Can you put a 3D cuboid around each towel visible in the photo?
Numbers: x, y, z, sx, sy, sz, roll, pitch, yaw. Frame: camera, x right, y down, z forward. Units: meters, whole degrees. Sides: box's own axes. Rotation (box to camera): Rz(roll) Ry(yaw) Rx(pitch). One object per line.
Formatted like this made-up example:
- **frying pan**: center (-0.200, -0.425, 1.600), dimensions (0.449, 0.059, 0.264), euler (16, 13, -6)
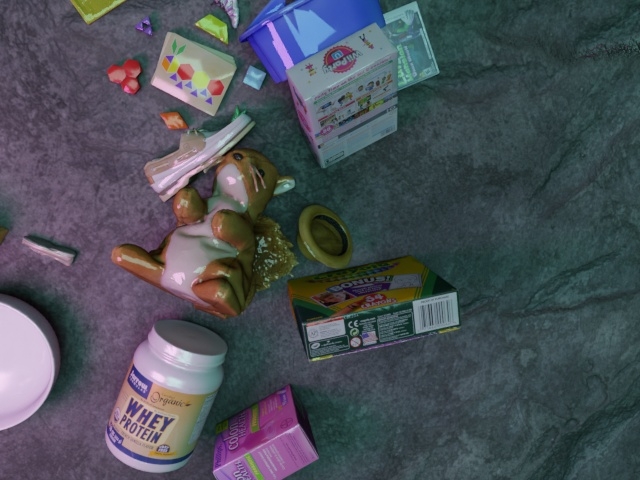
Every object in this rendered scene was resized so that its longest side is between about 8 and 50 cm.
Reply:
- **towel**: center (-0.474, -0.611, 1.173), dimensions (0.237, 0.021, 0.102), euler (-34, 103, -2)

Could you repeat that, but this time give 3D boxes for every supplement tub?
- **supplement tub**: center (-0.380, 0.381, 1.269), dimensions (0.228, 0.228, 0.317), euler (21, 97, -12)

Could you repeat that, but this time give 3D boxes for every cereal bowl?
- **cereal bowl**: center (-0.802, 0.278, 1.225), dimensions (0.338, 0.141, 0.340), euler (-2, 101, -9)

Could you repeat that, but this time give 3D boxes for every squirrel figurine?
- **squirrel figurine**: center (-0.211, -0.017, 1.203), dimensions (0.280, 0.397, 0.371), euler (15, 70, 21)

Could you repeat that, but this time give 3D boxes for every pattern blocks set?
- **pattern blocks set**: center (-0.313, -0.408, 1.234), dimensions (0.324, 0.026, 0.286), euler (34, 94, -14)

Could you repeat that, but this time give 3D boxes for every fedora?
- **fedora**: center (0.000, 0.000, 1.319), dimensions (0.079, 0.194, 0.194), euler (-30, 108, 38)

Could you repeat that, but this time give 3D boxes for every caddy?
- **caddy**: center (-0.019, -0.506, 1.157), dimensions (0.341, 0.241, 0.179), euler (-30, 108, -3)

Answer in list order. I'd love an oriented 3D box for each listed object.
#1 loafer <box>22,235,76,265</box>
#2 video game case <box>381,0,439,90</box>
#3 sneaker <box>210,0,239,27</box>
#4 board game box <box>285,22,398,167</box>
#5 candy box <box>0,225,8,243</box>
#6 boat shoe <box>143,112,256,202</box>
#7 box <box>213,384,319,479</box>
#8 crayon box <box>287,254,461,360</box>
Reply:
- **loafer**: center (-0.675, 0.028, 1.250), dimensions (0.125, 0.045, 0.039), euler (22, 103, -15)
- **video game case**: center (0.199, -0.492, 1.306), dimensions (0.173, 0.022, 0.191), euler (-23, 104, -4)
- **sneaker**: center (-0.231, -0.562, 1.216), dimensions (0.069, 0.038, 0.099), euler (-3, 92, -7)
- **board game box**: center (0.061, -0.319, 1.174), dimensions (0.223, 0.303, 0.098), euler (-29, 70, -4)
- **candy box**: center (-0.810, -0.014, 1.144), dimensions (0.109, 0.187, 0.053), euler (30, 94, -13)
- **boat shoe**: center (-0.296, -0.220, 1.222), dimensions (0.302, 0.113, 0.103), euler (-37, 100, 5)
- **box**: center (-0.149, 0.532, 1.343), dimensions (0.242, 0.213, 0.117), euler (-29, 104, -2)
- **crayon box**: center (0.115, 0.153, 1.263), dimensions (0.362, 0.313, 0.106), euler (-11, 105, -8)
